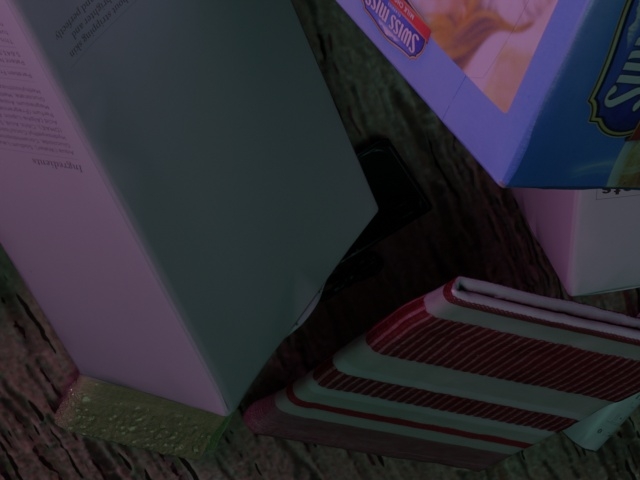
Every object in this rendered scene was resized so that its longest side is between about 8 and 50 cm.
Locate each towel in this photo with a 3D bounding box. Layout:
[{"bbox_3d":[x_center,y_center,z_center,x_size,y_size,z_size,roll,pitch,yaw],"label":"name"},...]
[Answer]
[{"bbox_3d":[0.114,0.109,1.454,0.237,0.037,0.329,12,153,-26],"label":"towel"},{"bbox_3d":[-0.135,0.126,1.496,0.148,0.027,0.110,13,121,-27],"label":"towel"}]

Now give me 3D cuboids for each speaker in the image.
[{"bbox_3d":[0.265,0.119,1.598,0.055,0.055,0.136,25,114,-31],"label":"speaker"}]

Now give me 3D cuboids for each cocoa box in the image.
[{"bbox_3d":[0.138,-0.213,1.020,0.228,0.347,0.231,0,127,-35],"label":"cocoa box"}]

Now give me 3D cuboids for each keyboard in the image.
[{"bbox_3d":[0.000,0.000,1.451,0.180,0.023,0.108,-31,121,7],"label":"keyboard"}]

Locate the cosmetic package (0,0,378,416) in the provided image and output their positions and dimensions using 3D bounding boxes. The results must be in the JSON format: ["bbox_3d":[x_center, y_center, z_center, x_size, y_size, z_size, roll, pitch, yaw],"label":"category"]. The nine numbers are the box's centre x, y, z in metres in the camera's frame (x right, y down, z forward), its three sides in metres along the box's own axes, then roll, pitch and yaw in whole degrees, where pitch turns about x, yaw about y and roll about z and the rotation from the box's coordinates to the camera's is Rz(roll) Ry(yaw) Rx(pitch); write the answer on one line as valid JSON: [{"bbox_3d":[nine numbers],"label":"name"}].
[{"bbox_3d":[-0.124,-0.094,1.202,0.217,0.156,0.385,-52,138,-33],"label":"cosmetic package"}]

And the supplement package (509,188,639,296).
[{"bbox_3d":[0.243,-0.134,1.329,0.175,0.177,0.293,-8,127,-11],"label":"supplement package"}]
